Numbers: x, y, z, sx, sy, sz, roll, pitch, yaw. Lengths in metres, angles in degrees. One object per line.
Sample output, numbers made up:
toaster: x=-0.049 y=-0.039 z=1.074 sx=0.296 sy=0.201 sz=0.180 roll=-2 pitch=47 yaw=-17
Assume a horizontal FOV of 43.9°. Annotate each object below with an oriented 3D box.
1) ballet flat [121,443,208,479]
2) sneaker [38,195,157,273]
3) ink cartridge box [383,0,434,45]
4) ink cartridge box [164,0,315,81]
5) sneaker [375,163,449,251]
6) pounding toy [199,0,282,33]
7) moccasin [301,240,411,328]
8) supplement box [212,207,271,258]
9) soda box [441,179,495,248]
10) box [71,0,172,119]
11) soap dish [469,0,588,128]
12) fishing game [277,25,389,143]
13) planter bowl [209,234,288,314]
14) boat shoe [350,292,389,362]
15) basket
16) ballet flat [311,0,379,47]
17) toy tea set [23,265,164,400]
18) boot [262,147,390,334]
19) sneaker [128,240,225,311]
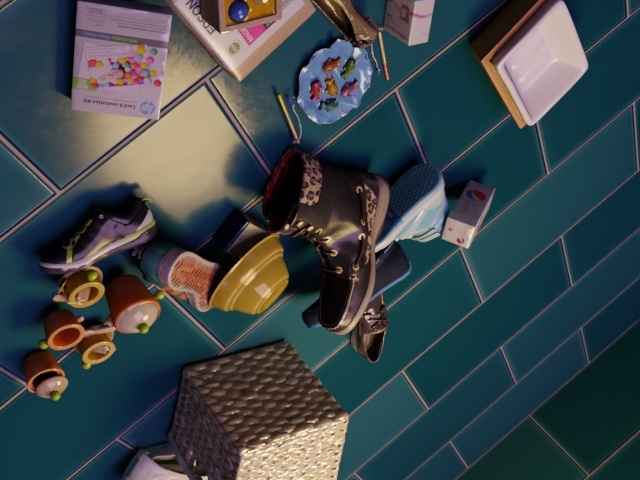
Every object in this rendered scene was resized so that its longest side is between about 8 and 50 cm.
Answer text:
ballet flat: x=-0.325 y=0.592 z=2.066 sx=0.400 sy=0.139 sz=0.139 roll=14 pitch=115 yaw=-45
sneaker: x=-0.420 y=-0.018 z=1.478 sx=0.235 sy=0.084 sz=0.097 roll=-25 pitch=114 yaw=-23
ink cartridge box: x=0.174 y=-0.457 z=1.556 sx=0.052 sy=0.088 sz=0.122 roll=-20 pitch=136 yaw=-26
ink cartridge box: x=-0.144 y=-0.414 z=1.327 sx=0.193 sy=0.088 sz=0.234 roll=-44 pitch=142 yaw=0
sneaker: x=0.188 y=-0.026 z=1.936 sx=0.319 sy=0.127 sz=0.208 roll=-37 pitch=146 yaw=3
pounding toy: x=-0.104 y=-0.400 z=1.222 sx=0.141 sy=0.100 sz=0.130 roll=-21 pitch=136 yaw=-24
moccasin: x=0.074 y=0.099 z=1.958 sx=0.342 sy=0.138 sz=0.116 roll=-32 pitch=102 yaw=-38
supplement box: x=-0.168 y=-0.011 z=1.695 sx=0.083 sy=0.056 sz=0.083 roll=-50 pitch=141 yaw=9
soda box: x=0.377 y=-0.071 z=2.011 sx=0.216 sy=0.074 sz=0.069 roll=-51 pitch=157 yaw=-51
box: x=-0.324 y=-0.293 z=1.283 sx=0.145 sy=0.038 sz=0.186 roll=5 pitch=125 yaw=-16
soap dish: x=0.480 y=-0.424 z=1.825 sx=0.229 sy=0.118 sz=0.291 roll=-46 pitch=141 yaw=4
fishing game: x=0.036 y=-0.317 z=1.604 sx=0.264 sy=0.041 sz=0.189 roll=-34 pitch=140 yaw=-15
planter bowl: x=-0.134 y=0.094 z=1.718 sx=0.217 sy=0.090 sz=0.217 roll=-46 pitch=170 yaw=-11
boat shoe: x=0.140 y=0.214 z=2.132 sx=0.103 sy=0.092 sz=0.285 roll=-19 pitch=135 yaw=-25
basket: x=-0.148 y=0.461 z=1.928 sx=0.332 sy=0.328 sz=0.266 roll=-9 pitch=128 yaw=-35
ballet flat: x=0.026 y=-0.425 z=1.463 sx=0.250 sy=0.084 sz=0.058 roll=27 pitch=90 yaw=-52
toy tea set: x=-0.451 y=0.199 z=1.560 sx=0.200 sy=0.124 sz=0.336 roll=4 pitch=130 yaw=-46
boot: x=0.000 y=0.000 z=1.717 sx=0.284 sy=0.138 sz=0.377 roll=19 pitch=85 yaw=-45
sneaker: x=-0.290 y=0.061 z=1.634 sx=0.108 sy=0.121 sz=0.302 roll=-61 pitch=162 yaw=-11
